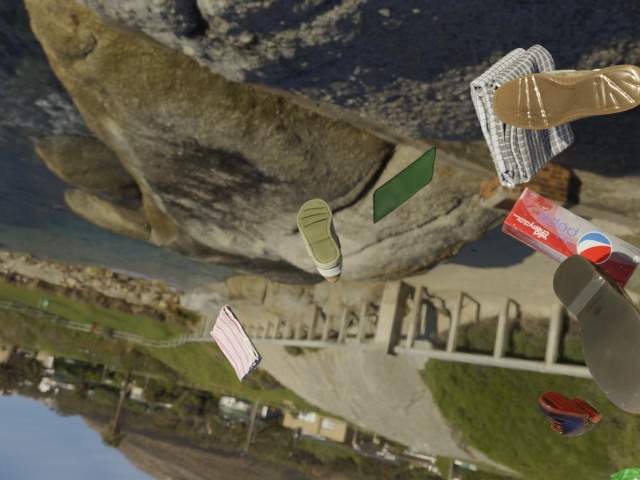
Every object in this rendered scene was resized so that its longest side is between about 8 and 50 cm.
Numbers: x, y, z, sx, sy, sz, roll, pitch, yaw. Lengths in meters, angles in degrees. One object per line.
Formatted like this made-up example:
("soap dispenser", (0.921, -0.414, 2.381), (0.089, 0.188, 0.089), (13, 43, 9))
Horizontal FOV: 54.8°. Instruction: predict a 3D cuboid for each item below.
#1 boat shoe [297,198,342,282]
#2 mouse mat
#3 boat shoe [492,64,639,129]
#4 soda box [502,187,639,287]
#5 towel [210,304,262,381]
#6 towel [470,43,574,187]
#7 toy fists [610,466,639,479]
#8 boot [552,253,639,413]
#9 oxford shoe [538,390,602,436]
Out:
("boat shoe", (0.000, 0.000, 1.852), (0.113, 0.302, 0.103), (-13, 133, 2))
("mouse mat", (0.192, -0.125, 1.423), (0.007, 0.189, 0.153), (46, 165, 23))
("boat shoe", (0.463, -0.265, 1.146), (0.285, 0.105, 0.089), (6, -163, 42))
("soda box", (0.514, 0.001, 1.274), (0.263, 0.092, 0.083), (33, 177, 17))
("towel", (-0.197, 0.237, 1.392), (0.029, 0.144, 0.197), (-27, 166, -28))
("towel", (0.488, -0.296, 1.476), (0.121, 0.235, 0.284), (0, 123, 46))
("toy fists", (0.491, 0.497, 1.060), (0.096, 0.142, 0.279), (20, 141, 2))
("boot", (0.464, 0.140, 0.941), (0.115, 0.305, 0.112), (25, 122, -15))
("oxford shoe", (0.631, 0.458, 1.583), (0.271, 0.098, 0.097), (23, -167, -38))
